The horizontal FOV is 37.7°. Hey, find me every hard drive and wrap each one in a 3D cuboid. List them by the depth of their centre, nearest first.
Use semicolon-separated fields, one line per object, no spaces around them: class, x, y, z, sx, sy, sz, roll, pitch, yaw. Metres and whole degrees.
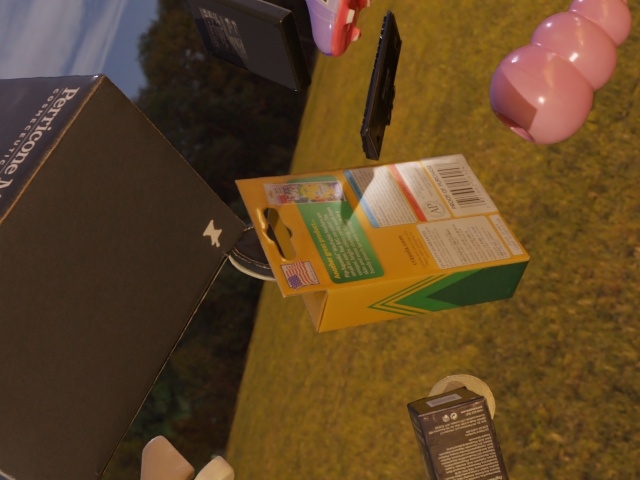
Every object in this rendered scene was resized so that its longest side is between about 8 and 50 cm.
hard drive;-0.074;-0.208;0.949;0.022;0.135;0.094;-47;-34;-23

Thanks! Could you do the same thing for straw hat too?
straw hat;0.264;0.328;1.837;0.061;0.145;0.144;15;-88;-62

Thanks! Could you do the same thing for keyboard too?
keyboard;0.078;-0.195;1.217;0.108;0.023;0.180;57;-137;-66

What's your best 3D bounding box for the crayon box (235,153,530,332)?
crayon box;0.070;-0.001;1.180;0.083;0.323;0.203;103;151;-44

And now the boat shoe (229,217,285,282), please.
boat shoe;0.000;0.004;1.539;0.113;0.340;0.127;65;-144;-63

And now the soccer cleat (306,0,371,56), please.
soccer cleat;0.005;-0.300;0.925;0.083;0.095;0.247;43;-127;-78

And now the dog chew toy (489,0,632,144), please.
dog chew toy;0.490;-0.355;1.863;0.331;0.207;0.206;-52;9;2

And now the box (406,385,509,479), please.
box;0.184;0.286;1.237;0.156;0.093;0.158;89;165;-86

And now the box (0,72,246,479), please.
box;-0.323;0.031;0.848;0.396;0.212;0.293;6;57;39

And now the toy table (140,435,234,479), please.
toy table;-0.174;0.371;1.138;0.161;0.252;0.274;-37;-14;-30
